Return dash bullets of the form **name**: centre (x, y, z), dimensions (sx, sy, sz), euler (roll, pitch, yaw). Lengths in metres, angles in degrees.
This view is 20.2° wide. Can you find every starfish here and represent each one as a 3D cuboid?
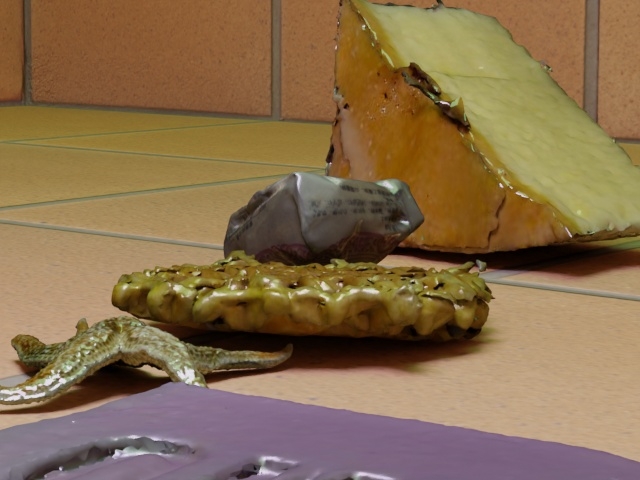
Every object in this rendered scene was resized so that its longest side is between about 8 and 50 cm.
- **starfish**: centre (-0.111, 0.070, 1.085), dimensions (0.216, 0.050, 0.223), euler (5, 9, -38)

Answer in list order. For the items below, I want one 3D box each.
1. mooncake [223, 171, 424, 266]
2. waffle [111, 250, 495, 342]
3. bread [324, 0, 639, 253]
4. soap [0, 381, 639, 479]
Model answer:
- **mooncake**: centre (0.000, 0.000, 1.408), dimensions (0.125, 0.073, 0.130), euler (1, -22, -38)
- **waffle**: centre (-0.009, 0.038, 1.231), dimensions (0.254, 0.052, 0.245), euler (3, 3, 14)
- **bread**: centre (0.165, -0.117, 1.671), dimensions (0.248, 0.279, 0.315), euler (3, -8, -42)
- **soap**: centre (-0.008, 0.126, 0.437), dimensions (0.296, 0.107, 0.285), euler (4, 11, 32)
